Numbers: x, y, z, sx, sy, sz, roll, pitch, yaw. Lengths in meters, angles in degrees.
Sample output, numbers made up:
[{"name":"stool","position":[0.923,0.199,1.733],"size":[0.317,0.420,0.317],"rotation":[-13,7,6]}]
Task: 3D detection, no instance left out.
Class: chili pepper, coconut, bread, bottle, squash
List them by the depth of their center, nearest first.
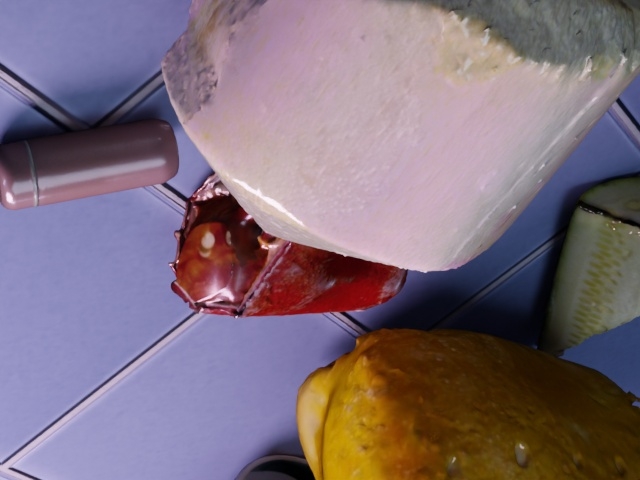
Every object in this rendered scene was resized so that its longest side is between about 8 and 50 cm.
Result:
[{"name":"coconut","position":[0.048,-0.125,1.024],"size":[0.297,0.297,0.309],"rotation":[14,128,-40]},{"name":"bottle","position":[-0.182,-0.059,1.130],"size":[0.140,0.053,0.053],"rotation":[-12,139,-20]},{"name":"chili pepper","position":[0.000,0.000,1.276],"size":[0.252,0.136,0.144],"rotation":[7,86,-48]},{"name":"bread","position":[0.161,0.250,1.396],"size":[0.394,0.361,0.250],"rotation":[22,133,-41]},{"name":"squash","position":[0.328,0.053,1.505],"size":[0.252,0.169,0.093],"rotation":[95,22,-46]}]

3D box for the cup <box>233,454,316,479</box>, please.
[{"name":"cup","position":[-0.082,0.403,1.583],"size":[0.205,0.205,0.312],"rotation":[12,129,-38]}]
